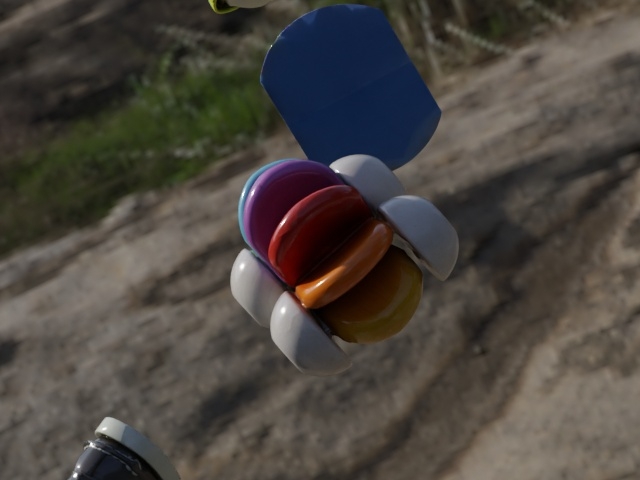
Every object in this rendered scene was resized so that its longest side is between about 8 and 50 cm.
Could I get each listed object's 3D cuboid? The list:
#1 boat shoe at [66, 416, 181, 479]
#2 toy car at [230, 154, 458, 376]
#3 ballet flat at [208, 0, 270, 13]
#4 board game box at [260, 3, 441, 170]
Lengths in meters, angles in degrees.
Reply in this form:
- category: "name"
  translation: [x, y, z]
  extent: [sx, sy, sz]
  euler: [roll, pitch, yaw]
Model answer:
- category: "boat shoe"
  translation: [-0.127, 0.229, 1.363]
  extent: [0.081, 0.228, 0.068]
  euler: [15, 57, 40]
- category: "toy car"
  translation: [0.000, 0.000, 1.342]
  extent: [0.159, 0.136, 0.182]
  euler: [-44, 38, -1]
- category: "ballet flat"
  translation: [-0.040, -0.335, 2.165]
  extent: [0.231, 0.077, 0.077]
  euler: [-18, 50, 21]
- category: "board game box"
  translation: [0.028, -0.139, 1.618]
  extent: [0.133, 0.168, 0.033]
  euler: [-27, 18, 19]
